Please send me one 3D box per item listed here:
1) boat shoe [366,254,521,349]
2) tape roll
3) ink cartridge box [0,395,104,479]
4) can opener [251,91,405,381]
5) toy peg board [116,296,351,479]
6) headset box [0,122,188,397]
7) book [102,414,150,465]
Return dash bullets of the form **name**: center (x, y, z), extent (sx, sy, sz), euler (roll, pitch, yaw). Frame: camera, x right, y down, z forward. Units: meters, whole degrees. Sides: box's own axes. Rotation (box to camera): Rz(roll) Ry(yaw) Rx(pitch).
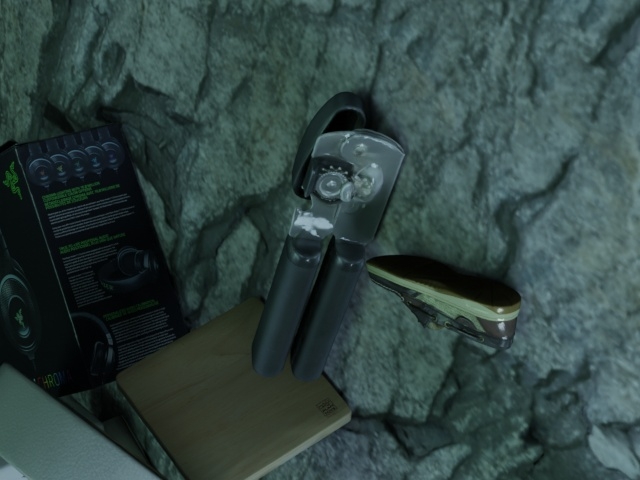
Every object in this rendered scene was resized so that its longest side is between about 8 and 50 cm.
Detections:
- **boat shoe**: center (0.093, 0.049, 1.120), extent (0.152, 0.056, 0.049), euler (21, 116, 47)
- **tape roll**: center (-0.167, 0.257, 1.347), extent (0.392, 0.072, 0.392), euler (35, 168, 8)
- **ink cartridge box**: center (-0.388, 0.323, 1.627), extent (0.117, 0.283, 0.207), euler (29, 132, 44)
- **can opener**: center (0.000, 0.000, 1.230), extent (0.095, 0.076, 0.283), euler (-97, 19, -46)
- **toy peg board**: center (-0.081, 0.164, 1.328), extent (0.161, 0.161, 0.079), euler (48, 155, 29)
- **headset box**: center (-0.291, 0.024, 1.552), extent (0.246, 0.131, 0.283), euler (-17, 90, 54)
- **book**: center (-0.244, 0.290, 1.690), extent (0.096, 0.035, 0.144), euler (53, 142, 22)
